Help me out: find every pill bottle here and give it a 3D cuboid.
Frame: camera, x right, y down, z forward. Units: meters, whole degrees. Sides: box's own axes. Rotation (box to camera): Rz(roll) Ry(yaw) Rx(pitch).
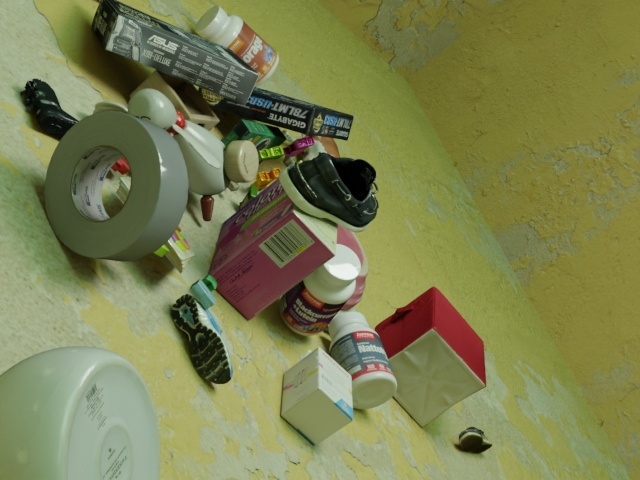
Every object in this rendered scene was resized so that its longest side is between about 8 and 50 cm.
[{"bbox_3d":[0.002,0.092,1.871,0.108,0.193,0.108,14,51,-18],"label":"pill bottle"},{"bbox_3d":[0.077,0.234,1.955,0.108,0.108,0.180,34,26,-42],"label":"pill bottle"},{"bbox_3d":[-0.221,-0.511,2.578,0.216,0.121,0.121,39,23,-31],"label":"pill bottle"}]

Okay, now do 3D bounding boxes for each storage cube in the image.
[{"bbox_3d":[0.236,0.255,2.169,0.215,0.183,0.193,48,21,-14],"label":"storage cube"}]

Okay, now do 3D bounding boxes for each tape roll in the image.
[{"bbox_3d":[-0.306,-0.079,1.465,0.219,0.219,0.072,59,20,20],"label":"tape roll"}]

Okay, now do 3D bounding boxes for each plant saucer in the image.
[{"bbox_3d":[0.000,0.000,2.234,0.332,0.084,0.332,45,20,-21],"label":"plant saucer"}]

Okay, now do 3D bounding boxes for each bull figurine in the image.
[{"bbox_3d":[-0.013,-0.228,2.587,0.188,0.101,0.310,33,24,-35],"label":"bull figurine"}]

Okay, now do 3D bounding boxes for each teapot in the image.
[{"bbox_3d":[-0.294,0.232,1.013,0.256,0.187,0.253,50,38,-65],"label":"teapot"}]

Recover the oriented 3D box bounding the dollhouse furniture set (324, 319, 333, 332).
[{"bbox_3d":[0.015,0.132,2.033,0.114,0.081,0.091,35,26,-41],"label":"dollhouse furniture set"}]

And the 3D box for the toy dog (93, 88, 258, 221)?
[{"bbox_3d":[-0.253,-0.142,1.800,0.333,0.220,0.161,20,68,-45],"label":"toy dog"}]

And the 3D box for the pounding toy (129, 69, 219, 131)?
[{"bbox_3d":[-0.297,-0.241,1.957,0.181,0.094,0.206,53,19,10],"label":"pounding toy"}]

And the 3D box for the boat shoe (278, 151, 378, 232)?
[{"bbox_3d":[0.049,-0.104,1.825,0.340,0.113,0.127,18,38,-59],"label":"boat shoe"}]

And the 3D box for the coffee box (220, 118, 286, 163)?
[{"bbox_3d":[-0.162,-0.214,2.203,0.040,0.113,0.184,53,20,14],"label":"coffee box"}]

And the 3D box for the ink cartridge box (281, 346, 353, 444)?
[{"bbox_3d":[-0.005,0.268,1.732,0.092,0.090,0.143,45,19,-20],"label":"ink cartridge box"}]

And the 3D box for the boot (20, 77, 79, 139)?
[{"bbox_3d":[-0.447,-0.217,1.662,0.121,0.045,0.099,28,25,-53],"label":"boot"}]

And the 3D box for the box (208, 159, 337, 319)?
[{"bbox_3d":[-0.084,-0.005,1.848,0.117,0.213,0.243,46,20,-18],"label":"box"}]

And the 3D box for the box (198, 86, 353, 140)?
[{"bbox_3d":[-0.102,-0.313,2.342,0.293,0.073,0.295,17,9,18],"label":"box"}]

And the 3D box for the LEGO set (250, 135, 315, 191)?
[{"bbox_3d":[-0.115,-0.158,2.189,0.227,0.093,0.087,-15,80,-37],"label":"LEGO set"}]

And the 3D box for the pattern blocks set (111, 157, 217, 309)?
[{"bbox_3d":[-0.273,-0.033,1.633,0.325,0.026,0.285,53,3,-17],"label":"pattern blocks set"}]

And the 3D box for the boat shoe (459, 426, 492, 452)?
[{"bbox_3d":[0.350,0.458,2.274,0.049,0.056,0.152,59,10,32],"label":"boat shoe"}]

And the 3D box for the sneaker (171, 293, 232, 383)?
[{"bbox_3d":[-0.176,0.158,1.583,0.073,0.063,0.162,25,33,-59],"label":"sneaker"}]

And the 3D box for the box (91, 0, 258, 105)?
[{"bbox_3d":[-0.302,-0.390,2.009,0.307,0.076,0.242,20,14,-25],"label":"box"}]

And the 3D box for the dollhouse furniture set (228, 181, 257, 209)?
[{"bbox_3d":[-0.210,-0.110,2.042,0.151,0.058,0.076,21,38,-22],"label":"dollhouse furniture set"}]
